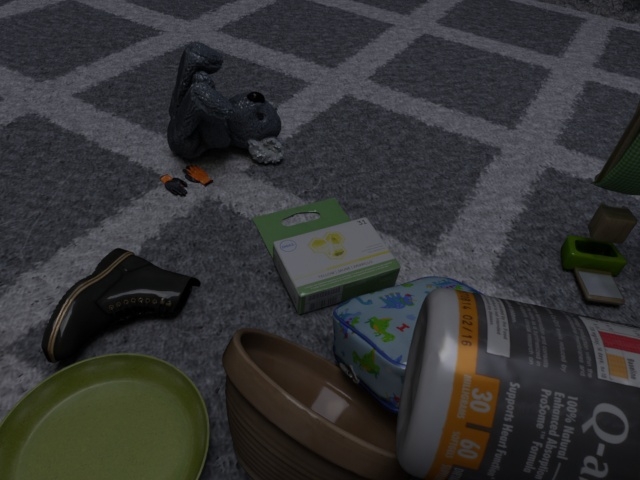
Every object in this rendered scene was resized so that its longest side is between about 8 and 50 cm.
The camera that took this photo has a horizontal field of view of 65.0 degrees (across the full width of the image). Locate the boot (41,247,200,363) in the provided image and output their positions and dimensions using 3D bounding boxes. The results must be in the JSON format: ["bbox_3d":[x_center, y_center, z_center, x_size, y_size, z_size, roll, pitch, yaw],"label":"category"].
[{"bbox_3d":[-0.270,0.096,0.700,0.137,0.076,0.197,17,46,5],"label":"boot"}]

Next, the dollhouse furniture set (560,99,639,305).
[{"bbox_3d":[0.517,-0.034,0.733,0.198,0.301,0.151,8,42,0],"label":"dollhouse furniture set"}]

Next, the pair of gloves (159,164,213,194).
[{"bbox_3d":[-0.257,-0.117,0.961,0.083,0.010,0.074,-33,55,-31],"label":"pair of gloves"}]

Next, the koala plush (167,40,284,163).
[{"bbox_3d":[-0.179,-0.246,1.011,0.222,0.203,0.196,6,49,-29],"label":"koala plush"}]

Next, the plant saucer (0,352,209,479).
[{"bbox_3d":[-0.248,0.241,0.575,0.241,0.037,0.240,3,43,-3],"label":"plant saucer"}]

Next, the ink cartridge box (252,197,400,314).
[{"bbox_3d":[0.000,0.000,0.834,0.171,0.056,0.235,-15,49,-18],"label":"ink cartridge box"}]

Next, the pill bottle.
[{"bbox_3d":[0.213,0.142,0.418,0.279,0.162,0.162,11,44,8],"label":"pill bottle"}]

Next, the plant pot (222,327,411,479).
[{"bbox_3d":[-0.017,0.203,0.548,0.237,0.237,0.109,32,91,25],"label":"plant pot"}]

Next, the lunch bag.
[{"bbox_3d":[0.136,0.129,0.648,0.219,0.090,0.176,-12,25,-30],"label":"lunch bag"}]
